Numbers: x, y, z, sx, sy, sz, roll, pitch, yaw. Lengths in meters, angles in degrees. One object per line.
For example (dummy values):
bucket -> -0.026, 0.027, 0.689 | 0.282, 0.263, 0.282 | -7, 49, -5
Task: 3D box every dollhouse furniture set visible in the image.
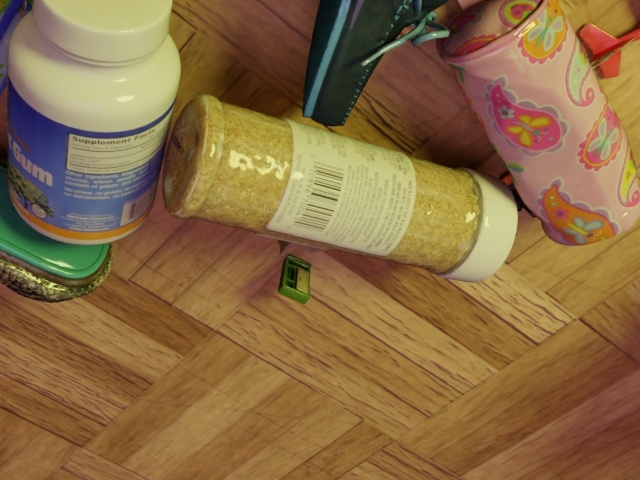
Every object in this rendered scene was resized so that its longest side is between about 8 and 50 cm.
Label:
dollhouse furniture set -> 0.000, 0.000, 1.005 | 0.076, 0.058, 0.151 | 26, 125, -18

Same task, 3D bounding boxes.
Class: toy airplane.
toy airplane -> 0.322, -0.205, 0.848 | 0.151, 0.028, 0.151 | 2, 128, 2

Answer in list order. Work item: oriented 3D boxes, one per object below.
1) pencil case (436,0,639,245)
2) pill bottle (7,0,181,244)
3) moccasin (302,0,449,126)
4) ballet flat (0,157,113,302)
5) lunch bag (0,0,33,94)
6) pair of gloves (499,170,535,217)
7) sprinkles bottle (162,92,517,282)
pencil case -> 0.222, -0.122, 0.860 | 0.124, 0.124, 0.284 | -26, 123, 21
pill bottle -> -0.214, -0.130, 0.816 | 0.152, 0.152, 0.272 | 14, 141, -9
moccasin -> 0.077, -0.239, 0.763 | 0.117, 0.137, 0.342 | 13, 129, -14
ballet flat -> -0.451, -0.070, 0.920 | 0.483, 0.164, 0.182 | 37, 141, -26
lunch bag -> -0.347, -0.218, 0.795 | 0.176, 0.090, 0.219 | 10, 136, -44
pair of gloves -> 0.214, -0.039, 0.997 | 0.074, 0.010, 0.083 | 38, 119, -22
sprinkles bottle -> 0.026, -0.046, 0.877 | 0.356, 0.121, 0.121 | 13, 130, -26
